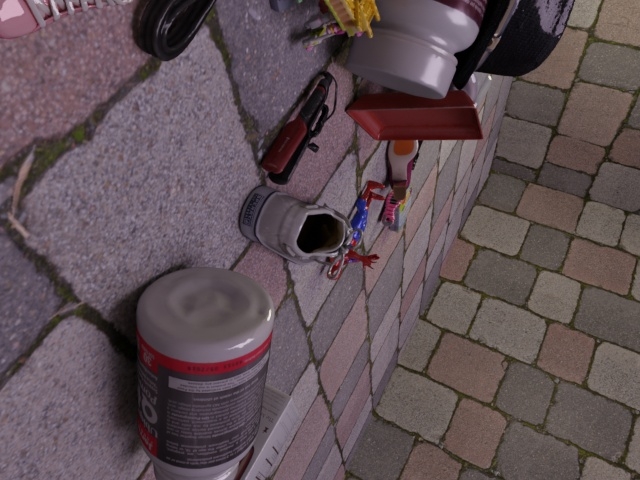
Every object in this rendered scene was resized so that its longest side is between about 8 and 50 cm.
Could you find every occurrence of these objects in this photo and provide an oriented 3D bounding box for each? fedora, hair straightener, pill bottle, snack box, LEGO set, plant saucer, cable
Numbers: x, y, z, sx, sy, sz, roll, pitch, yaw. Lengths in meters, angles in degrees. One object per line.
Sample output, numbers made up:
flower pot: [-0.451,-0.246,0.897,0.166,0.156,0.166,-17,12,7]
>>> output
fedora: [0.373,-0.431,0.990,0.334,0.152,0.334,-163,-90,-87]
hair straightener: [-0.027,-0.192,0.901,0.089,0.047,0.230,66,45,-63]
pill bottle: [0.189,-0.463,0.901,0.224,0.224,0.392,-7,116,-67]
snack box: [0.262,-0.106,1.713,0.100,0.037,0.141,-56,157,-28]
pill bottle: [-0.167,0.212,0.743,0.176,0.176,0.318,-38,144,-54]
LEGO set: [0.000,-0.334,0.734,0.287,0.107,0.132,-38,114,-64]
plant saucer: [0.215,-0.269,1.140,0.258,0.259,0.047,10,83,-69]
cable: [-0.111,-0.321,0.567,0.287,0.072,0.139,-56,177,2]

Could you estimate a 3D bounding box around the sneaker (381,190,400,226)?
sneaker: [0.213,-0.102,1.603,0.057,0.047,0.119,-100,-149,-86]

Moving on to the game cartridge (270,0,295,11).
game cartridge: [-0.050,-0.355,0.703,0.056,0.017,0.083,-53,155,-44]

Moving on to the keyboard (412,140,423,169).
keyboard: [0.281,-0.262,1.630,0.180,0.023,0.108,-66,153,-3]

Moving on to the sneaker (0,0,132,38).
sneaker: [-0.196,-0.200,0.410,0.134,0.070,0.051,-55,158,-29]

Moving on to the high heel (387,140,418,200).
high heel: [0.230,-0.240,1.472,0.117,0.082,0.244,-80,165,-54]

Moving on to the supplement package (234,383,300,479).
supplement package: [-0.161,0.393,0.994,0.244,0.139,0.134,-59,159,-26]

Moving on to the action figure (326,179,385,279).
action figure: [0.117,-0.007,1.315,0.280,0.139,0.091,-58,156,-20]

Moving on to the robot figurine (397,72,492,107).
robot figurine: [0.320,-0.452,1.274,0.300,0.200,0.353,44,64,-34]

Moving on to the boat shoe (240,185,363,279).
boat shoe: [0.003,-0.008,0.980,0.136,0.156,0.367,-67,159,-3]
